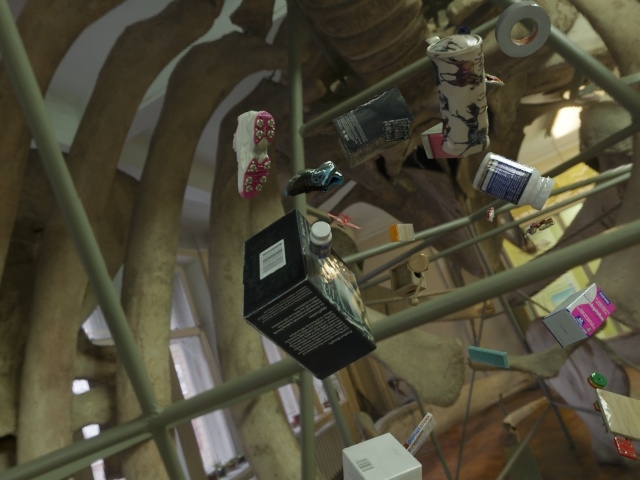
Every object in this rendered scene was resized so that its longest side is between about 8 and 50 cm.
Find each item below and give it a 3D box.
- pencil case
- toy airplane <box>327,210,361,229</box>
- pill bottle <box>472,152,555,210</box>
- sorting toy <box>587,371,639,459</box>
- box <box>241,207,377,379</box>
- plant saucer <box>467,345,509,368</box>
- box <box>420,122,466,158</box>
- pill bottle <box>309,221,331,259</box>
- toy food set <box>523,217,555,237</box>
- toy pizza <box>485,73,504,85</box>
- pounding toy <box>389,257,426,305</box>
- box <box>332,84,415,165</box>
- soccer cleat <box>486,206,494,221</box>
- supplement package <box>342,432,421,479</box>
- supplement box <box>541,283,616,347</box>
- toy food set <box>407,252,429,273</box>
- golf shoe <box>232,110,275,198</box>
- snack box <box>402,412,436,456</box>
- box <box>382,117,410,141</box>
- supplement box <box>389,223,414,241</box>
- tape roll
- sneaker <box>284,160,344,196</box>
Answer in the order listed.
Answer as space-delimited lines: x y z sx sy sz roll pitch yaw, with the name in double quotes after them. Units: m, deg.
0.454 -0.465 1.519 0.160 0.183 0.410 -25 -49 -2 "pencil case"
0.098 -0.085 1.914 0.151 0.151 0.028 -9 -46 -42 "toy airplane"
0.732 -0.220 1.762 0.153 0.265 0.153 -51 -23 -32 "pill bottle"
0.824 0.495 1.265 0.132 0.274 0.046 15 -53 1 "sorting toy"
-0.055 0.212 1.881 0.297 0.480 0.471 -32 -56 14 "box"
0.684 0.479 1.905 0.018 0.067 0.192 -19 7 -30 "plant saucer"
0.593 -0.455 2.090 0.149 0.126 0.232 -31 21 -22 "box"
0.000 0.000 1.627 0.078 0.078 0.137 -18 -32 -14 "pill bottle"
0.806 -0.054 1.716 0.122 0.019 0.078 -35 7 41 "toy food set"
0.637 -0.654 1.860 0.201 0.201 0.032 -11 -58 -39 "toy pizza"
0.398 0.188 1.973 0.094 0.206 0.181 19 -37 -33 "pounding toy"
0.235 -0.503 2.117 0.313 0.178 0.343 -26 -3 3 "box"
0.772 -0.118 2.103 0.029 0.035 0.083 -33 19 46 "soccer cleat"
0.185 0.777 1.398 0.175 0.292 0.177 -10 14 -23 "supplement package"
0.880 0.253 1.582 0.220 0.111 0.114 -24 -18 -35 "supplement box"
0.394 0.091 1.860 0.083 0.083 0.020 18 8 11 "toy food set"
-0.250 -0.304 1.636 0.140 0.306 0.115 21 13 34 "golf shoe"
0.334 0.681 1.598 0.178 0.064 0.022 -43 38 -24 "snack box"
0.250 -0.363 1.529 0.083 0.067 0.018 -5 26 17 "box"
0.293 -0.027 1.672 0.098 0.062 0.036 -2 -7 -43 "supplement box"
0.883 -0.924 2.034 0.219 0.072 0.219 4 -48 5 "tape roll"
-0.031 -0.310 2.462 0.341 0.139 0.125 -29 -29 -22 "sneaker"
